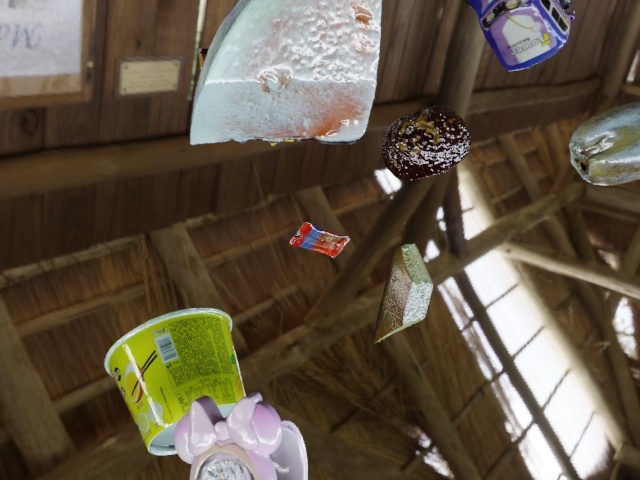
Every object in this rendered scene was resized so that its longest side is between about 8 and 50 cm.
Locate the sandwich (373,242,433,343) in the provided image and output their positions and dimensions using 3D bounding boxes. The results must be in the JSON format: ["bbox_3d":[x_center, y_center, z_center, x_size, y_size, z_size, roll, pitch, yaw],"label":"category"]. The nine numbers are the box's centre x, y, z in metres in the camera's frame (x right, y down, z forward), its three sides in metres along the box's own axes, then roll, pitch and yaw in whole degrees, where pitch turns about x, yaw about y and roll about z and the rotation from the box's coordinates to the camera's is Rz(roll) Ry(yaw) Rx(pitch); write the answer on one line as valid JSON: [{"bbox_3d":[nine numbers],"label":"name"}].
[{"bbox_3d":[0.202,0.138,1.717,0.096,0.258,0.094,20,-167,36],"label":"sandwich"}]

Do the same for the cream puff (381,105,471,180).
[{"bbox_3d":[0.274,-0.260,1.860,0.239,0.165,0.239,-20,-163,6],"label":"cream puff"}]

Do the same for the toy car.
[{"bbox_3d":[0.373,-0.445,1.351,0.235,0.172,0.158,43,-140,-31],"label":"toy car"}]

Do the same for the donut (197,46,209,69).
[{"bbox_3d":[-0.202,-0.316,1.442,0.073,0.166,0.184,-15,-168,-10],"label":"donut"}]

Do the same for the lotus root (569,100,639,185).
[{"bbox_3d":[0.687,-0.216,1.481,0.322,0.158,0.140,-17,167,3],"label":"lotus root"}]

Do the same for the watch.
[{"bbox_3d":[-0.127,0.396,1.265,0.211,0.248,0.217,-8,169,24],"label":"watch"}]

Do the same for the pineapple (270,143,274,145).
[{"bbox_3d":[-0.053,-0.230,1.374,0.116,0.069,0.137,25,-123,1],"label":"pineapple"}]

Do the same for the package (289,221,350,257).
[{"bbox_3d":[0.000,0.000,2.043,0.200,0.083,0.022,19,-158,-46],"label":"package"}]

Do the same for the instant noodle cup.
[{"bbox_3d":[-0.305,0.325,1.573,0.311,0.311,0.221,-4,-125,-35],"label":"instant noodle cup"}]

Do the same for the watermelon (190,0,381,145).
[{"bbox_3d":[0.007,-0.226,0.819,0.214,0.289,0.320,49,-143,4],"label":"watermelon"}]
